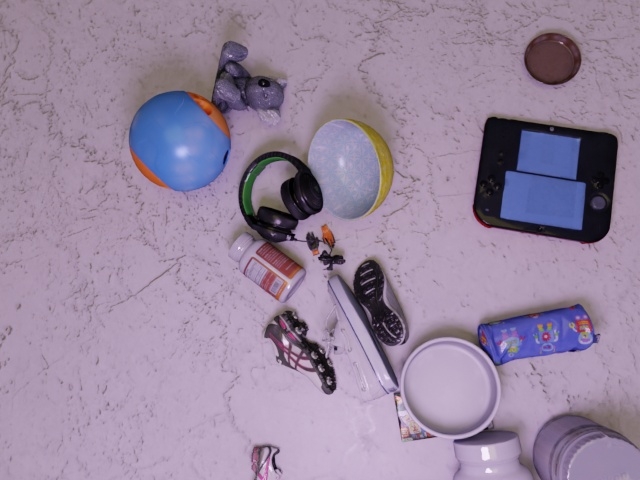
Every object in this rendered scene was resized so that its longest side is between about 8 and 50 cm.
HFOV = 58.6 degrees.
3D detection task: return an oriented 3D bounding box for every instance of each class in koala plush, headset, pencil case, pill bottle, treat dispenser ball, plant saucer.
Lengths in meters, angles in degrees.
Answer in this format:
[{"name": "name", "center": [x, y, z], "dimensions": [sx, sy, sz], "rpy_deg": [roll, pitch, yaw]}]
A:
[{"name": "koala plush", "center": [-0.211, -0.456, 1.734], "dimensions": [0.221, 0.203, 0.196], "rpy_deg": [11, 70, -15]}, {"name": "headset", "center": [-0.077, -0.081, 1.671], "dimensions": [0.243, 0.185, 0.394], "rpy_deg": [-46, 64, 19]}, {"name": "pencil case", "center": [0.594, 0.266, 1.574], "dimensions": [0.306, 0.119, 0.133], "rpy_deg": [-11, 92, 3]}, {"name": "pill bottle", "center": [-0.158, 0.074, 1.663], "dimensions": [0.216, 0.121, 0.121], "rpy_deg": [37, 86, 9]}, {"name": "treat dispenser ball", "center": [-0.404, -0.286, 1.649], "dimensions": [0.288, 0.288, 0.288], "rpy_deg": [-1, 82, 5]}, {"name": "pill bottle", "center": [0.459, 0.698, 1.478], "dimensions": [0.210, 0.210, 0.363], "rpy_deg": [-9, 82, 4]}, {"name": "plant saucer", "center": [0.698, -0.544, 1.724], "dimensions": [0.168, 0.029, 0.168], "rpy_deg": [-1, 81, 5]}]

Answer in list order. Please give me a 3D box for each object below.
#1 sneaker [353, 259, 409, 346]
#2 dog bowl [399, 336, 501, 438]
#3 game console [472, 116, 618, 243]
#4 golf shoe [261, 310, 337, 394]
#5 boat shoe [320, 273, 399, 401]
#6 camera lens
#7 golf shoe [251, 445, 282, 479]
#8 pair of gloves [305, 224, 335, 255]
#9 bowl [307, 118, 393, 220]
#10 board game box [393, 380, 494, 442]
[{"name": "sneaker", "center": [0.176, 0.182, 1.640], "dimensions": [0.100, 0.108, 0.271], "rpy_deg": [-29, 64, 19]}, {"name": "dog bowl", "center": [0.349, 0.401, 1.555], "dimensions": [0.265, 0.104, 0.265], "rpy_deg": [-2, 74, 6]}, {"name": "game console", "center": [0.653, -0.178, 1.661], "dimensions": [0.386, 0.060, 0.342], "rpy_deg": [10, 83, 6]}, {"name": "golf shoe", "center": [-0.056, 0.336, 1.642], "dimensions": [0.120, 0.105, 0.273], "rpy_deg": [-40, 76, 17]}, {"name": "boat shoe", "center": [0.072, 0.281, 1.603], "dimensions": [0.156, 0.136, 0.367], "rpy_deg": [-30, 70, 10]}, {"name": "camera lens", "center": [0.679, 0.573, 1.443], "dimensions": [0.219, 0.274, 0.219], "rpy_deg": [-1, 82, 5]}, {"name": "golf shoe", "center": [-0.150, 0.677, 1.604], "dimensions": [0.086, 0.067, 0.186], "rpy_deg": [-2, 82, 3]}, {"name": "pair of gloves", "center": [0.000, 0.000, 1.716], "dimensions": [0.083, 0.010, 0.074], "rpy_deg": [-24, 82, 4]}, {"name": "bowl", "center": [0.115, -0.212, 1.645], "dimensions": [0.156, 0.289, 0.289], "rpy_deg": [-18, 78, -40]}, {"name": "board game box", "center": [0.346, 0.481, 1.610], "dimensions": [0.259, 0.030, 0.136], "rpy_deg": [-10, 79, 3]}]
